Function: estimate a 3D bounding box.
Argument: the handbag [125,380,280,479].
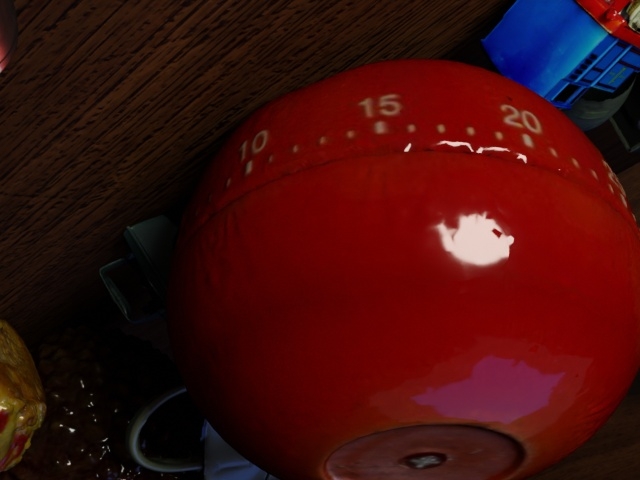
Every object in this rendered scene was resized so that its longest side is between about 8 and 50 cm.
[{"bbox_3d":[-0.067,0.168,0.874,0.315,0.241,0.109,-6,-157,-31],"label":"handbag"}]

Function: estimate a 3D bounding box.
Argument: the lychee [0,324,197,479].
[{"bbox_3d":[-0.268,0.253,0.989,0.330,0.306,0.306,13,170,4],"label":"lychee"}]

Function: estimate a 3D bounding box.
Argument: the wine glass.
[{"bbox_3d":[0.310,-0.072,0.950,0.096,0.265,0.309,-15,169,1],"label":"wine glass"}]

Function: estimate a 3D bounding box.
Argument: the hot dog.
[{"bbox_3d":[-0.336,0.147,0.724,0.150,0.153,0.257,-26,169,-7],"label":"hot dog"}]

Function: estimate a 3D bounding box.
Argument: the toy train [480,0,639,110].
[{"bbox_3d":[0.235,-0.178,0.701,0.131,0.083,0.204,-49,158,28],"label":"toy train"}]

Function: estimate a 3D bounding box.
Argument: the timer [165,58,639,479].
[{"bbox_3d":[0.067,0.051,0.657,0.377,0.279,0.378,-1,141,-1],"label":"timer"}]

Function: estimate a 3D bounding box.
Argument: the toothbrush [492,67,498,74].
[{"bbox_3d":[0.189,-0.169,0.850,0.024,0.021,0.288,-38,169,1],"label":"toothbrush"}]

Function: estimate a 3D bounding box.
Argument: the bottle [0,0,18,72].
[{"bbox_3d":[-0.132,-0.109,0.255,0.060,0.060,0.164,-23,169,-18],"label":"bottle"}]

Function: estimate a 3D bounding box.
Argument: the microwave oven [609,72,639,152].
[{"bbox_3d":[0.453,-0.212,0.992,0.205,0.129,0.163,-34,165,31],"label":"microwave oven"}]

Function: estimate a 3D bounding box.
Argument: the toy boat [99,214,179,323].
[{"bbox_3d":[-0.158,0.048,0.848,0.103,0.093,0.246,-32,170,-11],"label":"toy boat"}]
